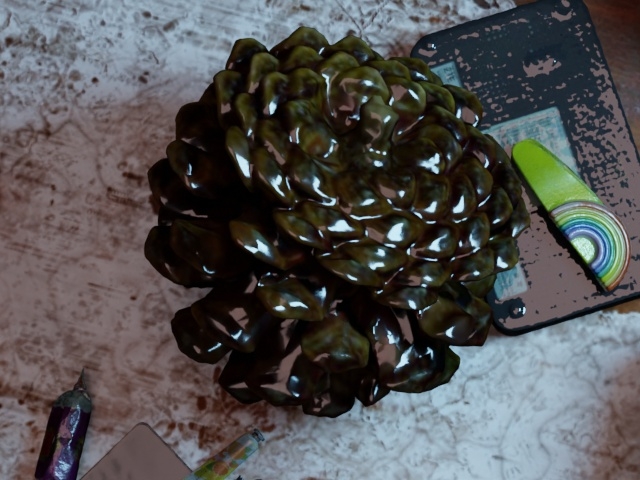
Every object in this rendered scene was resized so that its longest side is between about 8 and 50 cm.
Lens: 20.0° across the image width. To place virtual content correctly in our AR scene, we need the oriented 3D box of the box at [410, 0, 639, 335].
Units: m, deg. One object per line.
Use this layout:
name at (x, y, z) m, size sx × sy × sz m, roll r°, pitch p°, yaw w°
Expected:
box at (0.242, -0.085, 1.998) m, size 0.211 × 0.058 × 0.350 m, roll -18°, pitch 78°, yaw 2°

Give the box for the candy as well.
candy at (-0.283, 0.225, 1.987) m, size 0.043 × 0.045 × 0.175 m, roll 19°, pitch 75°, yaw -33°

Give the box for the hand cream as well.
hand cream at (-0.104, 0.244, 1.979) m, size 0.102 × 0.022 × 0.035 m, roll -39°, pitch 78°, yaw -2°

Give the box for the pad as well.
pad at (-0.214, 0.289, 1.988) m, size 0.157 × 0.003 × 0.112 m, roll -44°, pitch 79°, yaw -4°

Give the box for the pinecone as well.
pinecone at (0.000, 0.000, 1.848) m, size 0.398 × 0.398 × 0.397 m, roll -1°, pitch 79°, yaw 4°

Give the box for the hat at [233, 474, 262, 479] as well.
hat at (-0.088, 0.340, 1.744) m, size 0.209 × 0.336 × 0.238 m, roll -7°, pitch 71°, yaw -27°

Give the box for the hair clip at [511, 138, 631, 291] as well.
hair clip at (0.272, -0.036, 1.941) m, size 0.060 × 0.033 × 0.188 m, roll -36°, pitch 79°, yaw -6°
